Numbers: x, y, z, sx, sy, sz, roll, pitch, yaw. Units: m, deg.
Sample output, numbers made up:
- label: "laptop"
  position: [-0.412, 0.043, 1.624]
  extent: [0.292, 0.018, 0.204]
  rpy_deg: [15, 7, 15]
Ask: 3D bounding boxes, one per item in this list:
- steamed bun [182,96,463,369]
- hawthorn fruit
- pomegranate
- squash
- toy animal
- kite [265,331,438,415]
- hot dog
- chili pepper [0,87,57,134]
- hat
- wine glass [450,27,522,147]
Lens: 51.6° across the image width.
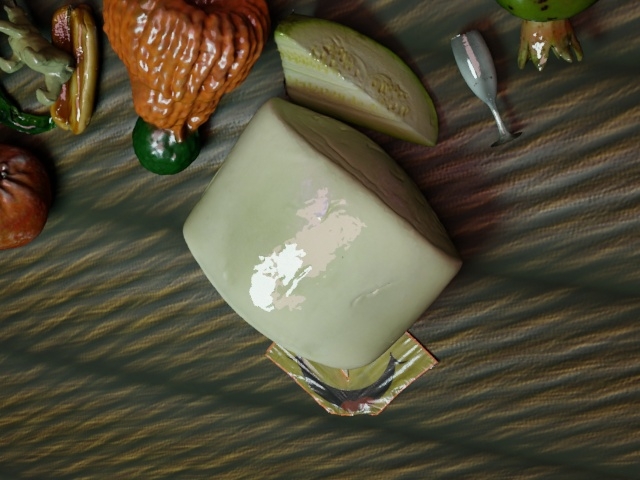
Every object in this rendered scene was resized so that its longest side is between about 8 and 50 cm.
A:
- label: "steamed bun"
  position: [0.000, 0.000, 1.173]
  extent: [0.456, 0.290, 0.371]
  rpy_deg: [38, 112, -1]
- label: "hawthorn fruit"
  position: [-0.688, -0.073, 1.381]
  extent: [0.242, 0.242, 0.271]
  rpy_deg: [42, 147, -3]
- label: "pomegranate"
  position: [0.339, -0.392, 0.971]
  extent: [0.230, 0.231, 0.286]
  rpy_deg: [2, 109, 15]
- label: "squash"
  position: [0.080, -0.290, 1.132]
  extent: [0.288, 0.111, 0.203]
  rpy_deg: [19, 158, 13]
- label: "toy animal"
  position: [-0.541, -0.361, 1.237]
  extent: [0.218, 0.101, 0.103]
  rpy_deg: [38, 141, 13]
- label: "kite"
  position: [0.056, 0.227, 1.396]
  extent: [0.377, 0.013, 0.328]
  rpy_deg: [-3, 106, 18]
- label: "hot dog"
  position: [-0.478, -0.334, 1.301]
  extent: [0.100, 0.068, 0.250]
  rpy_deg: [20, 112, 22]
- label: "chili pepper"
  position: [-0.627, -0.263, 1.378]
  extent: [0.182, 0.050, 0.073]
  rpy_deg: [25, 108, 3]
- label: "hat"
  position: [-0.245, -0.315, 1.194]
  extent: [0.285, 0.285, 0.400]
  rpy_deg: [29, 145, 3]
- label: "wine glass"
  position: [0.282, -0.261, 1.130]
  extent: [0.066, 0.066, 0.198]
  rpy_deg: [-22, 101, 21]
